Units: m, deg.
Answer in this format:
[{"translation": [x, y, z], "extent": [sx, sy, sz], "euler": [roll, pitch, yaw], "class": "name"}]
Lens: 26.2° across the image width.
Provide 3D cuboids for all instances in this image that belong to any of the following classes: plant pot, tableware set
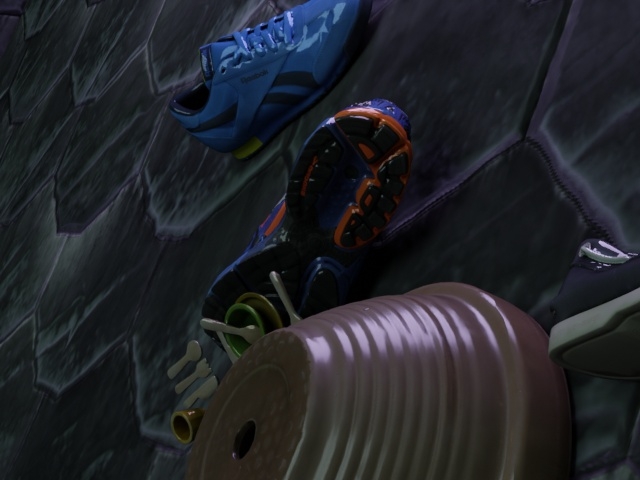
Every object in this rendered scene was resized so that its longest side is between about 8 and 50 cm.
[{"translation": [0.006, 0.119, 0.687], "extent": [0.237, 0.110, 0.237], "euler": [-46, 30, 37], "class": "plant pot"}, {"translation": [-0.049, 0.096, 0.853], "extent": [0.154, 0.024, 0.104], "euler": [-42, 71, 44], "class": "tableware set"}]

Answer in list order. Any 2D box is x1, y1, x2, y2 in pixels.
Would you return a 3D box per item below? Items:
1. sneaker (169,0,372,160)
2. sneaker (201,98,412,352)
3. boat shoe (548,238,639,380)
[{"translation": [-0.043, -0.138, 1.070], "extent": [0.209, 0.082, 0.069], "euler": [-38, 33, 42], "class": "sneaker"}, {"translation": [0.000, 0.000, 0.870], "extent": [0.221, 0.083, 0.087], "euler": [-53, 0, 32], "class": "sneaker"}, {"translation": [0.161, 0.002, 0.533], "extent": [0.206, 0.075, 0.065], "euler": [-32, 42, 57], "class": "boat shoe"}]
